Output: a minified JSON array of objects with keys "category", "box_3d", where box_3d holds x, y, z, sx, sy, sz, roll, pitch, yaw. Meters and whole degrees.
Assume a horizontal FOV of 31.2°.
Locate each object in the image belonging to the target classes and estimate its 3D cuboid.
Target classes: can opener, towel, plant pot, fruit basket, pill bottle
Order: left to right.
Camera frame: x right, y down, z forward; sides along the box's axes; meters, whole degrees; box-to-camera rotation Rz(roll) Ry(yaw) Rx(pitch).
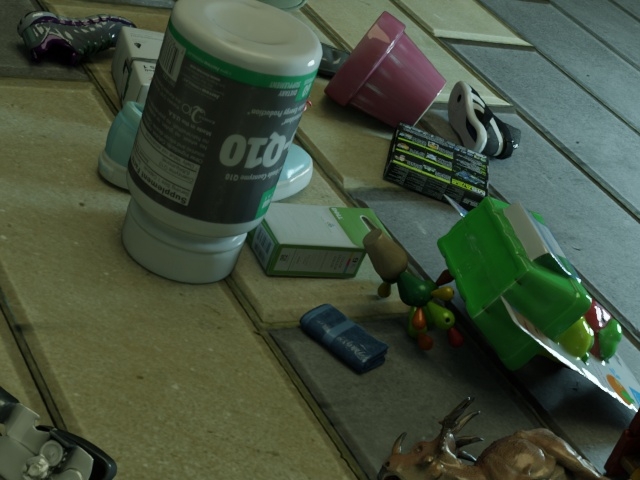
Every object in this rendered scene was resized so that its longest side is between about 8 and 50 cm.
[{"category":"can opener","box_3d":[-0.347,0.190,1.210,0.280,0.074,0.093,32,-3,15]},{"category":"pill bottle","box_3d":[-0.146,-0.134,1.553,0.204,0.361,0.204,16,31,-10]},{"category":"towel","box_3d":[0.032,0.132,1.570,0.119,0.029,0.067,37,34,24]},{"category":"plant pot","box_3d":[0.134,-0.311,2.212,0.180,0.201,0.201,38,30,-3]},{"category":"fruit basket","box_3d":[0.348,0.091,1.678,0.353,0.165,0.327,28,25,-28]}]

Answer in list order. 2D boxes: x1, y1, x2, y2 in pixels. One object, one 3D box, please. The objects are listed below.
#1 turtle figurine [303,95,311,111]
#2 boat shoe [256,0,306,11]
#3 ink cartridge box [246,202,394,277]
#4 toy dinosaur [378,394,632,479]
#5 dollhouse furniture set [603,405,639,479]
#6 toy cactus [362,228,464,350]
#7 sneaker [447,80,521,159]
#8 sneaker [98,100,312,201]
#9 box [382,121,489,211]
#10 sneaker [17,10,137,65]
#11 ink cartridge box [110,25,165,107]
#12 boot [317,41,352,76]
[{"category":"turtle figurine","box_3d":[-0.116,-0.264,2.038,0.175,0.118,0.234,-37,51,-9]},{"category":"boat shoe","box_3d":[-0.189,-0.597,2.513,0.340,0.127,0.113,9,43,-3]},{"category":"ink cartridge box","box_3d":[0.000,0.000,1.728,0.209,0.062,0.109,2,35,-31]},{"category":"toy dinosaur","box_3d":[0.239,0.274,1.390,0.296,0.127,0.200,5,27,-37]},{"category":"dollhouse furniture set","box_3d":[0.587,0.298,1.532,0.374,0.152,0.201,-2,38,-35]},{"category":"toy cactus","box_3d":[0.129,0.055,1.637,0.180,0.112,0.219,53,6,-27]},{"category":"sneaker","box_3d":[0.337,-0.234,2.322,0.121,0.079,0.216,13,39,-21]},{"category":"sneaker","box_3d":[-0.155,-0.150,1.785,0.366,0.150,0.135,-2,38,-35]},{"category":"box","box_3d":[0.217,-0.135,2.107,0.191,0.045,0.184,21,32,-3]},{"category":"sneaker","box_3d":[-0.421,-0.343,2.026,0.224,0.083,0.098,-5,62,-34]},{"category":"ink cartridge box","box_3d":[-0.260,-0.269,1.967,0.160,0.092,0.219,6,33,-25]},{"category":"boot","box_3d":[0.018,-0.389,2.377,0.209,0.076,0.189,11,29,-4]}]
